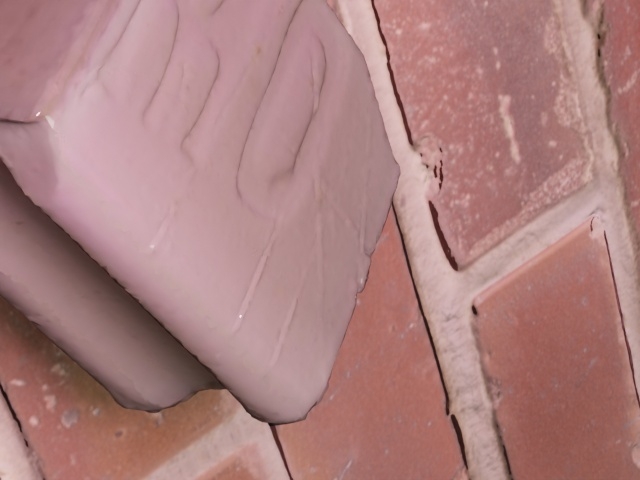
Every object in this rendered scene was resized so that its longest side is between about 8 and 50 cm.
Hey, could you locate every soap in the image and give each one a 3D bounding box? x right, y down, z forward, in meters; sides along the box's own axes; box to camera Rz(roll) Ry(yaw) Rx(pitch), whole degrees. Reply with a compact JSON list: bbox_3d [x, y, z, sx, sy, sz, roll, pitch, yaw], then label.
[{"bbox_3d":[-0.131,-0.095,1.442,0.435,0.213,0.350,54,48,-45],"label":"soap"}]
